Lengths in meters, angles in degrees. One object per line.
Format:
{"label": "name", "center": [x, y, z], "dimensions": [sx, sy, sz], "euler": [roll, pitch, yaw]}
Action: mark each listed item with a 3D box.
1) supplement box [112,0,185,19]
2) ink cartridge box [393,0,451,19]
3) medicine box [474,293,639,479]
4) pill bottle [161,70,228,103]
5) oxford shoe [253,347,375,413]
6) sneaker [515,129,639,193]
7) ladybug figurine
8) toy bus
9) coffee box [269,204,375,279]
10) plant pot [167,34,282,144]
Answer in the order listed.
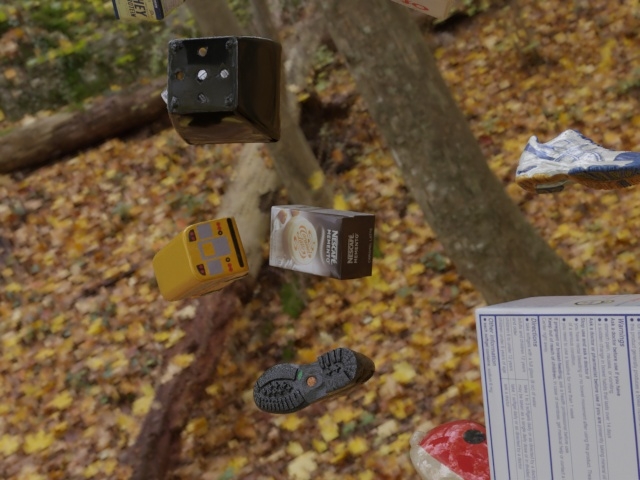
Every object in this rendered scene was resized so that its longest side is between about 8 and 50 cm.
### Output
{"label": "supplement box", "center": [-0.269, -0.384, 1.432], "dimensions": [0.083, 0.056, 0.083], "euler": [5, 35, 20]}
{"label": "ink cartridge box", "center": [0.077, -0.457, 1.207], "dimensions": [0.395, 0.285, 0.166], "euler": [12, -79, -85]}
{"label": "medicine box", "center": [0.358, 0.204, 1.140], "dimensions": [0.289, 0.263, 0.149], "euler": [-4, 1, 41]}
{"label": "pill bottle", "center": [-0.233, -0.362, 2.117], "dimensions": [0.245, 0.130, 0.130], "euler": [-38, 6, 0]}
{"label": "oxford shoe", "center": [-0.010, 0.234, 1.489], "dimensions": [0.227, 0.083, 0.096], "euler": [-18, -21, 32]}
{"label": "sneaker", "center": [0.544, -0.178, 1.916], "dimensions": [0.296, 0.131, 0.112], "euler": [0, -22, 39]}
{"label": "ladybug figurine", "center": [0.390, 0.511, 1.905], "dimensions": [0.162, 0.449, 0.305], "euler": [-58, 1, 8]}
{"label": "toy bus", "center": [-0.231, 0.045, 1.758], "dimensions": [0.130, 0.108, 0.332], "euler": [-15, -5, -24]}
{"label": "coffee box", "center": [0.000, 0.000, 2.052], "dimensions": [0.098, 0.141, 0.246], "euler": [-4, 8, -41]}
{"label": "plant pot", "center": [-0.181, -0.274, 1.628], "dimensions": [0.187, 0.188, 0.167], "euler": [0, -1, 14]}
